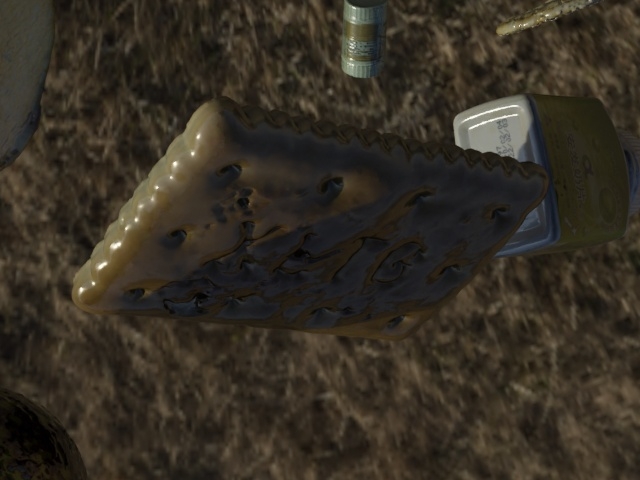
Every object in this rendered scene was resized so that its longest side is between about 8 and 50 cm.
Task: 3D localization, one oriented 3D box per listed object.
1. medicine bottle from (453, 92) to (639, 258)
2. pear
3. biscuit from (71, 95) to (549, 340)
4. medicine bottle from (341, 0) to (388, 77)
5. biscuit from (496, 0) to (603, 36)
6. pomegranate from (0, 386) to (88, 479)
[{"bbox_3d":[0.207,-0.056,1.228,0.088,0.132,0.188,-16,173,39],"label":"medicine bottle"},{"bbox_3d":[-0.478,-0.200,1.619,0.191,0.340,0.386,33,156,13],"label":"pear"},{"bbox_3d":[0.000,0.000,1.033,0.325,0.044,0.217,9,137,-39],"label":"biscuit"},{"bbox_3d":[0.046,-0.216,1.482,0.047,0.047,0.083,-3,126,-6],"label":"medicine bottle"},{"bbox_3d":[0.250,-0.242,1.459,0.152,0.152,0.020,-19,97,5],"label":"biscuit"},{"bbox_3d":[-0.218,0.211,0.913,0.248,0.214,0.214,38,115,4],"label":"pomegranate"}]
